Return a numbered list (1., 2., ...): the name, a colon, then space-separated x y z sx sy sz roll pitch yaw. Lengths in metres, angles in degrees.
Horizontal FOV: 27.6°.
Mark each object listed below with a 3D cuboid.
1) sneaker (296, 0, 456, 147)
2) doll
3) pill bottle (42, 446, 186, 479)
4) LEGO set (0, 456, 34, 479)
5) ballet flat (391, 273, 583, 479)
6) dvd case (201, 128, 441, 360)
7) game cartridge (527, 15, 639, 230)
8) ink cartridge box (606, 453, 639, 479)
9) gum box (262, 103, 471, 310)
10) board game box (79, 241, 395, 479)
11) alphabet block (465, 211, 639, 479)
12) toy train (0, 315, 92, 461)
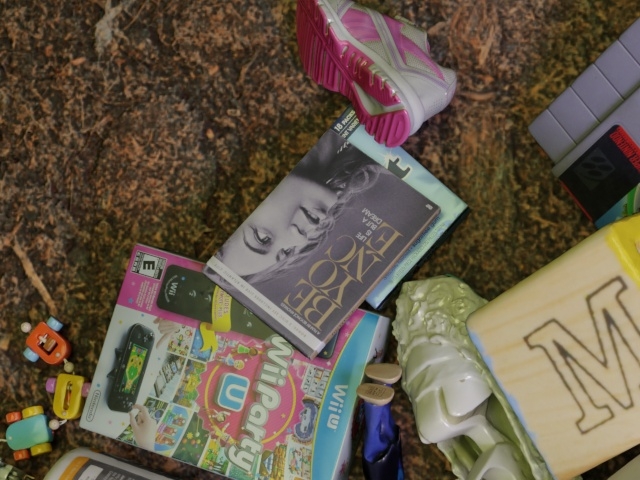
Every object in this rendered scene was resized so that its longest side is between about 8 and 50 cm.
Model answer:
1. sneaker: 0.061 -0.212 1.490 0.111 0.103 0.252 -22 58 -27
2. doll: 0.067 0.231 1.407 0.046 0.129 0.189 4 121 17
3. pill bottle: -0.173 0.342 1.439 0.278 0.162 0.162 16 87 16
4. LEGO set: -0.437 0.386 1.517 0.107 0.132 0.287 18 66 21
5. ballet flat: 0.180 0.216 1.363 0.147 0.147 0.409 -32 77 8
6. dvd case: 0.000 0.000 1.436 0.164 0.018 0.221 37 78 21
7. game cartridge: 0.395 -0.053 1.351 0.230 0.068 0.355 -45 72 30
8. ink cartridge box: 0.379 0.405 1.239 0.270 0.151 0.395 -40 110 6
9. gum box: 0.052 -0.038 1.493 0.184 0.041 0.157 42 93 15
10. board game box: -0.093 0.149 1.479 0.303 0.097 0.224 16 87 14
11. alphabet block: 0.300 0.096 1.300 0.197 0.192 0.193 -38 78 37
12. toy train: -0.335 0.182 1.564 0.125 0.046 0.166 33 89 17
